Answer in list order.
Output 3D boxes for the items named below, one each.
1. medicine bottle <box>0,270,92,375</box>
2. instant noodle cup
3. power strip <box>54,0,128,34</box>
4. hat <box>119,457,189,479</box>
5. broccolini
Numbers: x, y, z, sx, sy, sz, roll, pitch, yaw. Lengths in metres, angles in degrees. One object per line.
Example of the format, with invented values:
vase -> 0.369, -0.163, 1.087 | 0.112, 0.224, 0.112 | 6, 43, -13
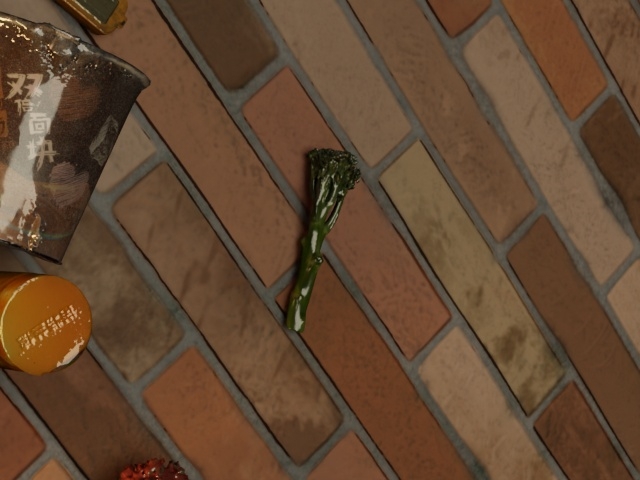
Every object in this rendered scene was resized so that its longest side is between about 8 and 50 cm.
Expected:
medicine bottle -> -0.304, 0.078, 1.544 | 0.096, 0.192, 0.096 | -1, 92, -34
instant noodle cup -> -0.299, -0.099, 1.546 | 0.217, 0.217, 0.207 | 22, 85, -32
power strip -> -0.276, -0.280, 1.661 | 0.178, 0.028, 0.049 | 40, 69, -28
hat -> -0.153, 0.366, 1.700 | 0.236, 0.107, 0.286 | -38, 114, -58
broccolini -> -0.002, 0.000, 1.845 | 0.067, 0.058, 0.216 | 11, 91, 1
